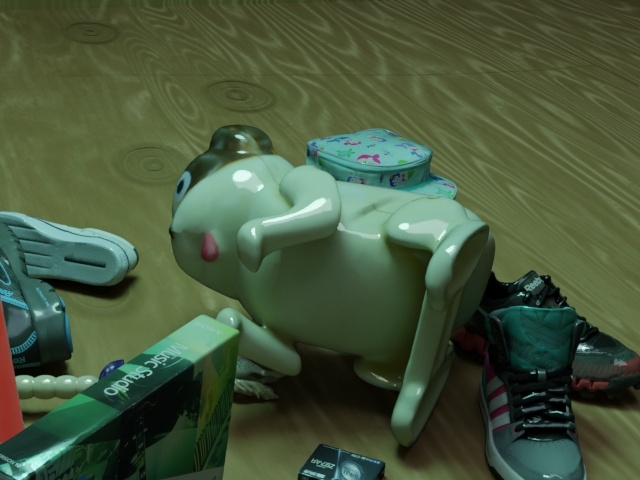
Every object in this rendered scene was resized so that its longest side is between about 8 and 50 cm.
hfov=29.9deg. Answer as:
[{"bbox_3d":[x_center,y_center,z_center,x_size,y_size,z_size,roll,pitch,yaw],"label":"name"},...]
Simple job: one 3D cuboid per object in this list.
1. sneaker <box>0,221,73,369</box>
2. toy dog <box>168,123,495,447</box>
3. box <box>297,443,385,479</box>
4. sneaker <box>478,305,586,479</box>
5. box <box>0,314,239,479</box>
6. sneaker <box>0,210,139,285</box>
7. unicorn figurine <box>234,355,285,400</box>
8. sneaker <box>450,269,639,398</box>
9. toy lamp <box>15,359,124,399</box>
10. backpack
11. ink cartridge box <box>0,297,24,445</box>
[{"bbox_3d":[-0.454,0.068,1.604,0.140,0.125,0.341,-16,29,-28],"label":"sneaker"},{"bbox_3d":[0.000,0.000,1.515,0.408,0.284,0.395,20,39,15],"label":"toy dog"},{"bbox_3d":[0.024,0.266,1.367,0.083,0.018,0.067,13,26,19],"label":"box"},{"bbox_3d":[0.260,0.168,1.423,0.124,0.178,0.295,1,25,-6],"label":"sneaker"},{"bbox_3d":[-0.195,0.235,1.146,0.058,0.232,0.322,20,29,23],"label":"box"},{"bbox_3d":[-0.394,0.016,1.791,0.258,0.094,0.091,16,9,15],"label":"sneaker"},{"bbox_3d":[-0.106,0.145,1.561,0.111,0.060,0.162,2,22,-15],"label":"unicorn figurine"},{"bbox_3d":[0.303,0.116,1.599,0.276,0.135,0.097,19,27,28],"label":"sneaker"},{"bbox_3d":[-0.375,0.174,1.440,0.275,0.080,0.080,2,25,-9],"label":"toy lamp"},{"bbox_3d":[0.091,-0.066,1.920,0.225,0.191,0.253,-14,35,-35],"label":"backpack"},{"bbox_3d":[-0.486,0.148,1.356,0.261,0.066,0.296,-19,40,-8],"label":"ink cartridge box"}]
